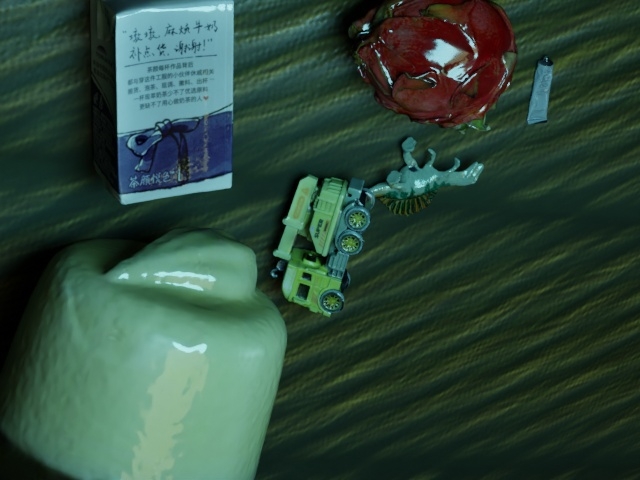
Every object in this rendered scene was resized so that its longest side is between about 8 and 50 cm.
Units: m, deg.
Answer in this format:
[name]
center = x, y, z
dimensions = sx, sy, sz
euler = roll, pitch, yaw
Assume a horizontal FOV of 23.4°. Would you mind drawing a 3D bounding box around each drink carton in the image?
[drink carton]
center = -0.169, -0.164, 1.654
dimensions = 0.134, 0.102, 0.222
euler = -9, 121, -21

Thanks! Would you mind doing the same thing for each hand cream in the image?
[hand cream]
center = 0.276, -0.188, 1.931
dimensions = 0.030, 0.019, 0.093
euler = -12, 129, -24

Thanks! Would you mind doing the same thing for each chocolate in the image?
[chocolate]
center = -0.194, 0.136, 1.675
dimensions = 0.314, 0.326, 0.297
euler = 18, 114, 0

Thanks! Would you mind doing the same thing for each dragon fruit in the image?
[dragon fruit]
center = 0.133, -0.210, 1.743
dimensions = 0.209, 0.172, 0.172
euler = 27, 103, -40

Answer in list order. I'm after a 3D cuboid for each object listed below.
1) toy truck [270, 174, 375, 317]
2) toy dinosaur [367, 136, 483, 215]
[toy truck]
center = 0.000, 0.000, 1.848
dimensions = 0.100, 0.077, 0.169
euler = 17, 115, 0
[toy dinosaur]
center = 0.105, -0.062, 1.899
dimensions = 0.187, 0.044, 0.106
euler = -37, 141, 7
